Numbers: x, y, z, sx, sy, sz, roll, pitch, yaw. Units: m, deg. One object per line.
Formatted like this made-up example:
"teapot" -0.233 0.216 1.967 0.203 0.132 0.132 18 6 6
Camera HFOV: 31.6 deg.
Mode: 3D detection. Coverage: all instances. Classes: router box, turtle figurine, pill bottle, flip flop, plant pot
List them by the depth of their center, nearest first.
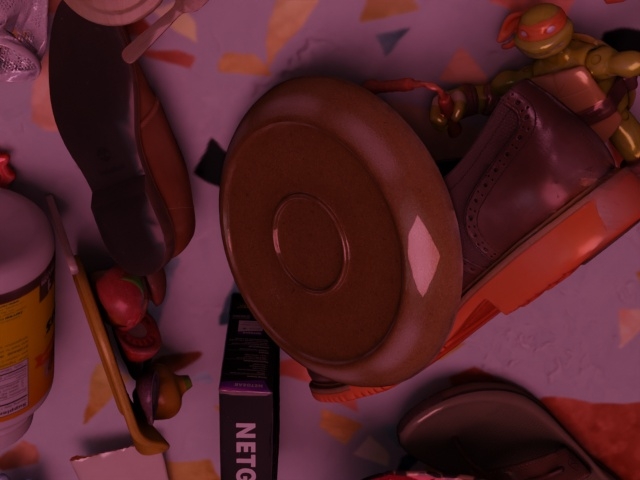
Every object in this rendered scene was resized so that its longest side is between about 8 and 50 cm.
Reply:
"plant pot" 0.000 0.000 0.821 0.236 0.032 0.236 20 120 40
"turtle figurine" 0.181 -0.091 0.824 0.269 0.087 0.217 -12 126 34
"pill bottle" -0.270 0.070 0.896 0.117 0.117 0.215 9 131 -5
"router box" -0.058 0.154 0.945 0.046 0.133 0.179 1 120 0
"flip flop" 0.189 0.221 1.012 0.277 0.080 0.112 39 114 -20

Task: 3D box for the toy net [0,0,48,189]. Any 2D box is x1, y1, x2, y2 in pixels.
"toy net" -0.264 -0.095 0.841 0.122 0.045 0.232 38 119 -19

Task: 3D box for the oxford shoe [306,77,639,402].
"oxford shoe" 0.084 0.012 0.852 0.132 0.130 0.364 54 135 6

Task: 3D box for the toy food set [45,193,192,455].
"toy food set" -0.148 0.068 0.910 0.071 0.128 0.218 -19 116 -12

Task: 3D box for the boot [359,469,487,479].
"boot" 0.012 0.330 1.003 0.377 0.138 0.284 -4 140 -1

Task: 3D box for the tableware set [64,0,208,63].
"tableware set" -0.100 -0.226 0.768 0.194 0.039 0.128 -38 97 12

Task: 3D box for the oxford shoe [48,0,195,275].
"oxford shoe" -0.145 -0.085 0.846 0.076 0.076 0.212 -4 107 29

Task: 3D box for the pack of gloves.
"pack of gloves" -0.225 0.285 1.090 0.195 0.046 0.232 -14 123 -4
